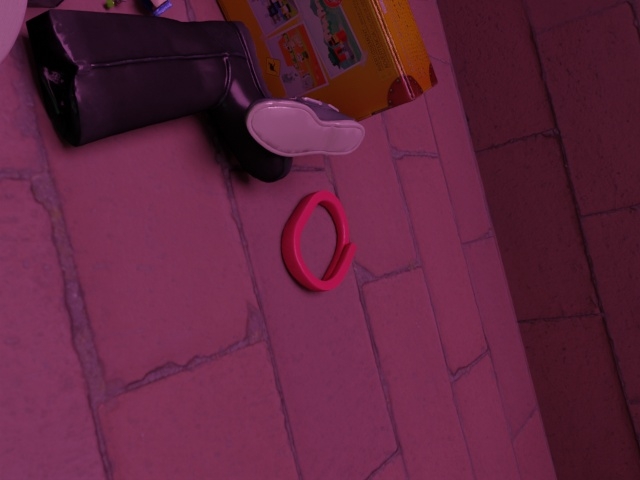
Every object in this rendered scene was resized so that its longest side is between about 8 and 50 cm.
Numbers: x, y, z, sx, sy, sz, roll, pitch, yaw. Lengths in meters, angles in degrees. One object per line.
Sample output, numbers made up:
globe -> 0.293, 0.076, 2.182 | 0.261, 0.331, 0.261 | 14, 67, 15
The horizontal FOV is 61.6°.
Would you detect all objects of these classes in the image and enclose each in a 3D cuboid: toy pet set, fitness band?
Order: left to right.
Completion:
toy pet set -> -0.361, -0.467, 1.057 | 0.114, 0.065, 0.122 | -43, 115, -12
fitness band -> 0.000, 0.000, 1.371 | 0.209, 0.054, 0.290 | 53, 41, -24

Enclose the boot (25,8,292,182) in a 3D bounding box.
boot -> -0.267, -0.243, 1.010 | 0.445, 0.146, 0.366 | -29, 99, -55

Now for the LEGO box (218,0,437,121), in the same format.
LEGO box -> 0.000, -0.517, 1.272 | 0.193, 0.373, 0.499 | -44, 114, -51

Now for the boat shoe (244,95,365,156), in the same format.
boat shoe -> -0.042, -0.248, 1.133 | 0.320, 0.116, 0.099 | -1, 41, -45

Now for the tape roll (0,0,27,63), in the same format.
tape roll -> -0.525, -0.318, 0.560 | 0.392, 0.072, 0.391 | -15, 121, -27

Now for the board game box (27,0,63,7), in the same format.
board game box -> -0.486, -0.521, 0.815 | 0.144, 0.142, 0.275 | -33, 105, -53
